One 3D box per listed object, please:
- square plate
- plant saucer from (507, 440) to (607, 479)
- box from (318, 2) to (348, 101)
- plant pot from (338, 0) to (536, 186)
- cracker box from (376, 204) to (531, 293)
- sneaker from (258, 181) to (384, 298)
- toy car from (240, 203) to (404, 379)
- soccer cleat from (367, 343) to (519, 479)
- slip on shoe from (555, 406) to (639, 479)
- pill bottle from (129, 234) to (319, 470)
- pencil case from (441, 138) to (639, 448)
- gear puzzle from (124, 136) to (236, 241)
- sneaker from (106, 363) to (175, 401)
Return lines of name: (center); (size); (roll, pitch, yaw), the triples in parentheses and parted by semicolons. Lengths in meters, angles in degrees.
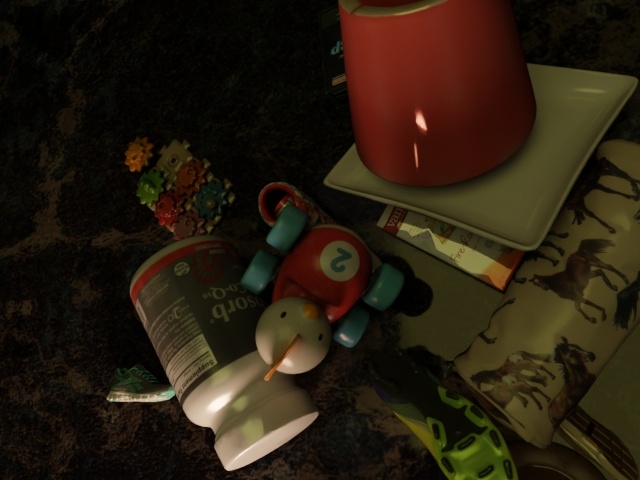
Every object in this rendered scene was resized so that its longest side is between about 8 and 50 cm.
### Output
square plate: (0.234, -0.151, 0.796); (0.347, 0.049, 0.344); (23, 63, 37)
plant saucer: (0.314, 0.387, 0.732); (0.199, 0.036, 0.198); (-6, 76, 25)
box: (0.104, -0.372, 0.945); (0.220, 0.051, 0.175); (-12, 76, 32)
plant pot: (0.150, -0.254, 0.720); (0.275, 0.243, 0.275); (-13, 47, 14)
cracker box: (0.230, -0.036, 0.843); (0.232, 0.067, 0.155); (29, 92, 28)
sneaker: (-0.001, 0.000, 0.902); (0.090, 0.145, 0.270); (-48, 64, 9)
toy car: (-0.021, 0.108, 0.780); (0.219, 0.238, 0.210); (31, 126, -5)
soccer cleat: (0.175, 0.262, 0.747); (0.093, 0.121, 0.289); (-39, 42, -7)
slip on shoe: (0.373, 0.282, 0.725); (0.135, 0.051, 0.041); (42, 138, 19)
pill bottle: (-0.167, 0.186, 0.906); (0.210, 0.210, 0.363); (-40, 66, 13)
pencil case: (0.343, 0.063, 0.710); (0.410, 0.160, 0.183); (-56, 18, 2)
gear puzzle: (-0.334, -0.135, 1.145); (0.339, 0.044, 0.175); (42, 98, 26)
sneaker: (-0.367, 0.290, 1.064); (0.167, 0.065, 0.076); (-7, 72, 23)
